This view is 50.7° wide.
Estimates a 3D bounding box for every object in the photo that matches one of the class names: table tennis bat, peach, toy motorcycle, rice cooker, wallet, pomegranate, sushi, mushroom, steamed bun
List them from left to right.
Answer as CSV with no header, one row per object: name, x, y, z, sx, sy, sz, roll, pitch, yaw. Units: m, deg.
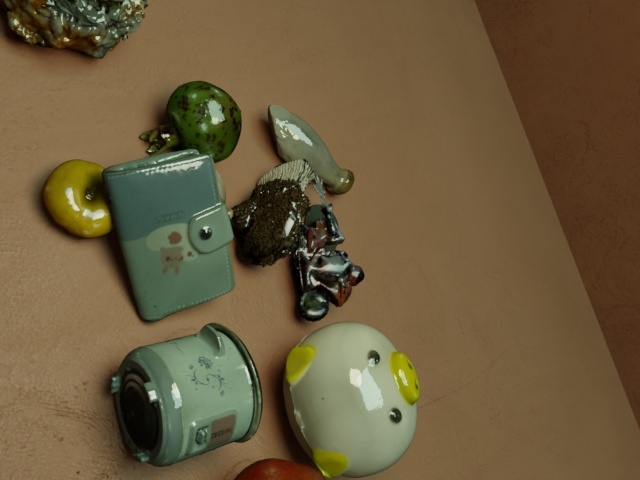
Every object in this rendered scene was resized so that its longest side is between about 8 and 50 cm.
sushi,-0.592,-0.628,1.588,0.417,0.175,0.418,18,61,-36
peach,-0.514,-0.093,1.481,0.179,0.103,0.179,27,51,-38
wallet,-0.321,-0.013,1.511,0.252,0.083,0.361,-17,111,-20
pomegranate,-0.315,-0.285,1.689,0.263,0.211,0.211,-26,91,-21
rice cooker,-0.265,0.323,1.425,0.316,0.264,0.317,-23,127,-34
mushroom,-0.037,-0.259,1.978,0.350,0.128,0.128,40,50,-27
table tennis bat,0.000,0.000,1.973,0.131,0.022,0.235,27,54,-32
toy motorcycle,0.004,0.018,1.861,0.207,0.134,0.401,-8,70,-17
steamed bun,0.074,0.388,1.669,0.333,0.334,0.374,-11,75,-44

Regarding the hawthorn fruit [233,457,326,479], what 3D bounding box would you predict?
hawthorn fruit,-0.093,0.608,1.424,0.294,0.311,0.295,6,72,-19

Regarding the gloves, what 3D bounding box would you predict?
gloves,-0.127,-0.077,1.773,0.135,0.210,0.313,74,18,-50

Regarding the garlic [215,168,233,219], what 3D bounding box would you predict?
garlic,-0.332,-0.106,1.620,0.191,0.214,0.160,63,1,-16
